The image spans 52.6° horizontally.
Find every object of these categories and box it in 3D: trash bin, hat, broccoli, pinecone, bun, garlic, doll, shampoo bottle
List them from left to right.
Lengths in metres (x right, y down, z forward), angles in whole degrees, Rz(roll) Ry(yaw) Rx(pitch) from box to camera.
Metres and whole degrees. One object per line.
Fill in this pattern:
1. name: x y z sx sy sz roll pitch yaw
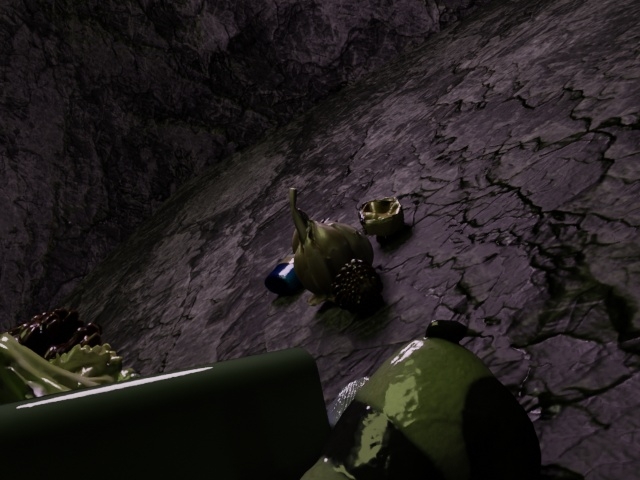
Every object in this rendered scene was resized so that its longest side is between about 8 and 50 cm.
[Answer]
1. pinecone: -0.547 0.276 1.272 0.295 0.242 0.298 -17 23 26
2. broccoli: -0.386 0.263 0.928 0.293 0.281 0.348 -24 22 36
3. trash bin: -0.180 0.215 0.638 0.343 0.158 0.222 -4 -11 -43
4. shampoo bottle: -0.027 0.026 1.225 0.183 0.050 0.087 -48 18 -31
5. garlic: 0.000 0.000 1.031 0.127 0.194 0.131 -36 9 -31
6. pinecone: 0.053 0.066 0.936 0.077 0.077 0.083 -34 12 10
7. bun: 0.046 0.184 0.696 0.083 0.045 0.083 -36 16 12
8. hat: 0.107 -0.034 1.113 0.076 0.059 0.077 -17 26 7
9. doll: 0.065 0.183 0.526 0.234 0.135 0.143 -47 18 -17
